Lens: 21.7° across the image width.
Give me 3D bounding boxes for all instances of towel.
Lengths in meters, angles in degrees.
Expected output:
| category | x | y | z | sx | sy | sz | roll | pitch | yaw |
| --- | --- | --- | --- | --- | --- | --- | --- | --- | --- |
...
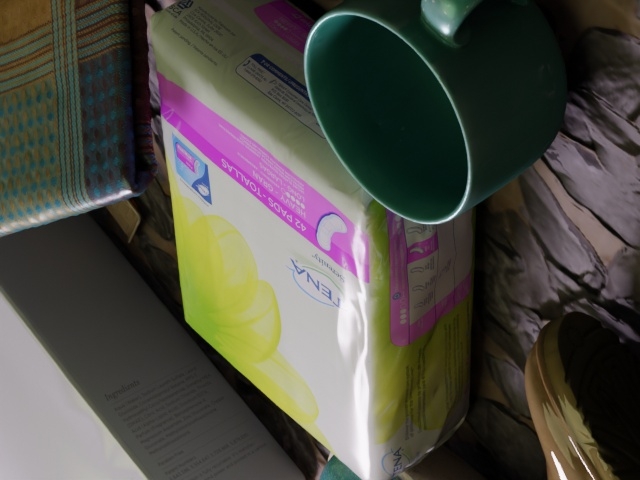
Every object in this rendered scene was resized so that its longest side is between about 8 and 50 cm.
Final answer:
| category | x | y | z | sx | sy | sz | roll | pitch | yaw |
| --- | --- | --- | --- | --- | --- | --- | --- | --- | --- |
| towel | -0.224 | -0.140 | 1.228 | 0.370 | 0.040 | 0.271 | -10 | 82 | 54 |

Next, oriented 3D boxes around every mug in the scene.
| category | x | y | z | sx | sy | sz | roll | pitch | yaw |
| --- | --- | --- | --- | --- | --- | --- | --- | --- | --- |
| mug | 0.076 | -0.088 | 0.888 | 0.157 | 0.097 | 0.129 | -4 | 116 | 59 |

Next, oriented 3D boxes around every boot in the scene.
| category | x | y | z | sx | sy | sz | roll | pitch | yaw |
| --- | --- | --- | --- | --- | --- | --- | --- | --- | --- |
| boot | 0.101 | 0.187 | 1.030 | 0.269 | 0.089 | 0.236 | -24 | 101 | 34 |

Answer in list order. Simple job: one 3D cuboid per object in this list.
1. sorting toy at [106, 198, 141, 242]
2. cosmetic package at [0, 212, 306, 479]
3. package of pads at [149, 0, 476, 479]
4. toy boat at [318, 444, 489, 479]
| category | x | y | z | sx | sy | sz | roll | pitch | yaw |
| --- | --- | --- | --- | --- | --- | --- | --- | --- | --- |
| sorting toy | -0.170 | -0.037 | 1.438 | 0.062 | 0.012 | 0.083 | 57 | 157 | 8 |
| cosmetic package | -0.222 | 0.151 | 1.508 | 0.385 | 0.156 | 0.217 | 52 | 129 | 13 |
| package of pads | 0.000 | 0.000 | 1.106 | 0.229 | 0.101 | 0.296 | 39 | 149 | 32 |
| toy boat | 0.084 | 0.300 | 1.243 | 0.267 | 0.148 | 0.318 | 40 | 148 | 29 |
